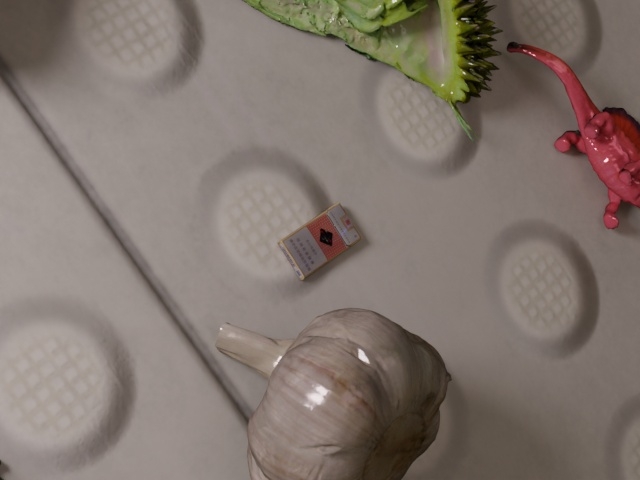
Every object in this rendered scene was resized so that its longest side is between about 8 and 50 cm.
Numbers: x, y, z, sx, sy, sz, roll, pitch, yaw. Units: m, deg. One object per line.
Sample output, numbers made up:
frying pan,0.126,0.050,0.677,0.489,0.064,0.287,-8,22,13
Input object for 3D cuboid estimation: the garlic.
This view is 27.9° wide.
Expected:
garlic,-0.006,0.139,1.196,0.212,0.218,0.218,33,55,27

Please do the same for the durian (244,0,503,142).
durian,0.057,-0.272,1.385,0.355,0.157,0.169,29,100,-19

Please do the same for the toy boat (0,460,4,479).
toy boat,-0.301,0.175,1.056,0.293,0.093,0.055,40,87,-13

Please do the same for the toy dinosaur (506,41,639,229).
toy dinosaur,0.337,-0.136,1.513,0.139,0.070,0.286,-35,91,-42

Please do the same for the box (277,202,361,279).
box,0.000,0.000,1.310,0.083,0.012,0.046,-34,93,-30
